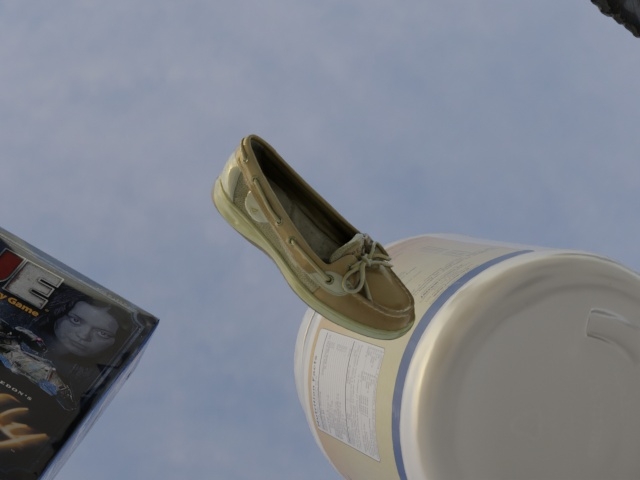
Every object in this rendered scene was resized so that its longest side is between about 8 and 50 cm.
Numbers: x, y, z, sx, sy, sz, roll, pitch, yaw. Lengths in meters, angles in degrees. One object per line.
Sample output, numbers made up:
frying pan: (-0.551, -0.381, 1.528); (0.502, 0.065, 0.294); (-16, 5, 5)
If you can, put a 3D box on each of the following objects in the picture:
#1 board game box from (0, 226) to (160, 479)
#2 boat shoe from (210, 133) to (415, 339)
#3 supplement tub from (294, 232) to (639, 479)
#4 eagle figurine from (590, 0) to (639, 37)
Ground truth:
board game box: (-0.218, 0.030, 0.710); (0.243, 0.042, 0.165); (30, -150, 1)
boat shoe: (0.001, -0.001, 0.885); (0.153, 0.048, 0.056); (43, -139, 12)
supplement tub: (0.118, 0.110, 1.095); (0.228, 0.316, 0.228); (-1, -86, -18)
eagle figurine: (0.361, -0.267, 1.322); (0.298, 0.226, 0.225); (28, -88, 3)
